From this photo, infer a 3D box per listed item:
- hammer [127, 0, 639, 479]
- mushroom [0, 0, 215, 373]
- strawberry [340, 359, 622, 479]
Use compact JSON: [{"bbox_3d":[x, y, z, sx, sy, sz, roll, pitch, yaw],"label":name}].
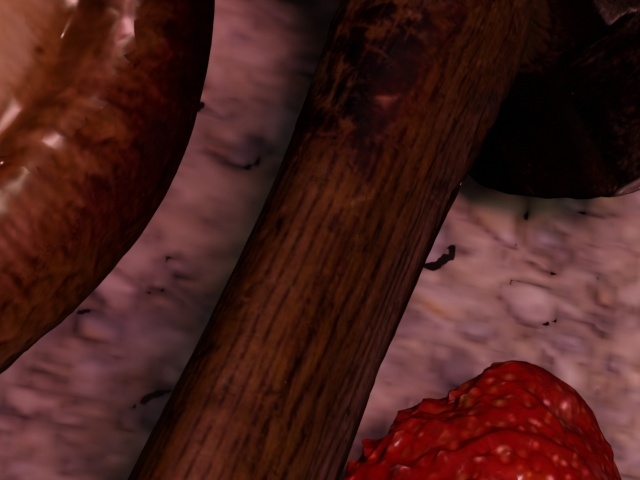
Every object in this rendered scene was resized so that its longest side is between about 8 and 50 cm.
[{"bbox_3d":[0.000,0.000,0.553,0.409,0.095,0.242,-64,146,-30],"label":"hammer"},{"bbox_3d":[-0.167,-0.083,0.559,0.278,0.163,0.297,3,75,-31],"label":"mushroom"},{"bbox_3d":[0.057,0.113,0.626,0.131,0.131,0.148,40,75,-10],"label":"strawberry"}]
